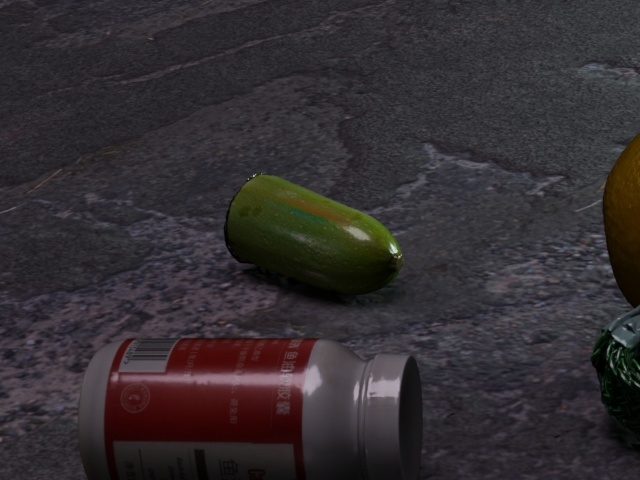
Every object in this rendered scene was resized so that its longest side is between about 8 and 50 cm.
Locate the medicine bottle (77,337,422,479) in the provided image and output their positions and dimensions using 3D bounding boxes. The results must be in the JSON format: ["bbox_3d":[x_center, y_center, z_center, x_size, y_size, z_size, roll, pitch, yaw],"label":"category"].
[{"bbox_3d":[-0.053,0.140,1.507,0.250,0.131,0.131,0,24,13],"label":"medicine bottle"}]

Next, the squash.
[{"bbox_3d":[0.000,0.000,1.866,0.095,0.095,0.188,-25,30,-36],"label":"squash"}]

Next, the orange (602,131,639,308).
[{"bbox_3d":[0.355,-0.016,1.657,0.236,0.236,0.236,-5,24,2],"label":"orange"}]

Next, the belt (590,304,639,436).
[{"bbox_3d":[0.290,0.107,1.547,0.151,0.079,0.121,-7,45,-7],"label":"belt"}]
